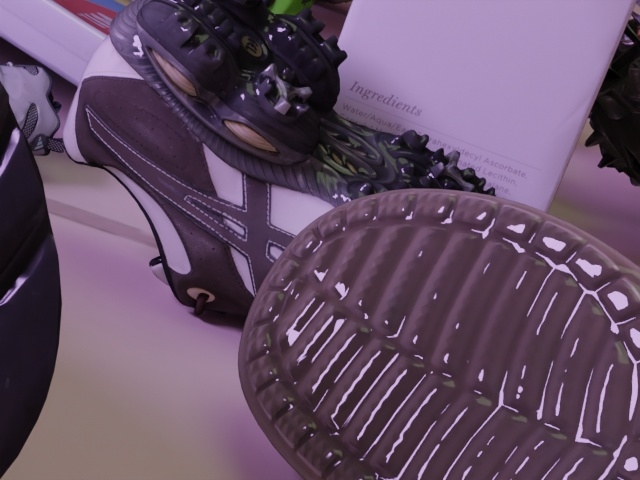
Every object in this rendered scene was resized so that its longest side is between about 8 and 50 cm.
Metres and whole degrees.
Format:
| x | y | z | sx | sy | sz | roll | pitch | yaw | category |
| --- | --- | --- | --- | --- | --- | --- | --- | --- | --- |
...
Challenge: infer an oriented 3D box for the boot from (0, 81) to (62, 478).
| x | y | z | sx | sy | sz | roll | pitch | yaw | category |
| --- | --- | --- | --- | --- | --- | --- | --- | --- | --- |
| -0.204 | -0.065 | 0.457 | 0.348 | 0.131 | 0.260 | 50 | -13 | -2 | boot |

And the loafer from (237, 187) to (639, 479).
| x | y | z | sx | sy | sz | roll | pitch | yaw | category |
| --- | --- | --- | --- | --- | --- | --- | --- | --- | --- |
| 0.093 | 0.069 | 0.458 | 0.268 | 0.102 | 0.092 | 25 | -16 | 32 | loafer |

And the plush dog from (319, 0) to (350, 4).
| x | y | z | sx | sy | sz | roll | pitch | yaw | category |
| --- | --- | --- | --- | --- | --- | --- | --- | --- | --- |
| 0.012 | -0.216 | 0.965 | 0.225 | 0.262 | 0.211 | 3 | 40 | -31 | plush dog |

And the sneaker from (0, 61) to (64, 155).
| x | y | z | sx | sy | sz | roll | pitch | yaw | category |
| --- | --- | --- | --- | --- | --- | --- | --- | --- | --- |
| -0.130 | -0.058 | 0.660 | 0.069 | 0.038 | 0.098 | 5 | 34 | -43 | sneaker |

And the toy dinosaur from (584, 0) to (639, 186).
| x | y | z | sx | sy | sz | roll | pitch | yaw | category |
| --- | --- | --- | --- | --- | --- | --- | --- | --- | --- |
| 0.207 | -0.058 | 0.827 | 0.322 | 0.164 | 0.218 | 33 | -18 | 53 | toy dinosaur |

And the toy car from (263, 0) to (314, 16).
| x | y | z | sx | sy | sz | roll | pitch | yaw | category |
| --- | --- | --- | --- | --- | --- | --- | --- | --- | --- |
| 0.004 | -0.103 | 0.897 | 0.225 | 0.053 | 0.239 | 24 | 18 | 9 | toy car |

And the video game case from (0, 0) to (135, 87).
| x | y | z | sx | sy | sz | roll | pitch | yaw | category |
| --- | --- | --- | --- | --- | --- | --- | --- | --- | --- |
| -0.183 | -0.154 | 0.761 | 0.285 | 0.025 | 0.204 | 33 | 11 | 2 | video game case |

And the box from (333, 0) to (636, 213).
| x | y | z | sx | sy | sz | roll | pitch | yaw | category |
| --- | --- | --- | --- | --- | --- | --- | --- | --- | --- |
| 0.052 | -0.064 | 0.653 | 0.091 | 0.170 | 0.130 | 21 | 19 | 0 | box |

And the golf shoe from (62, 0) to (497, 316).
| x | y | z | sx | sy | sz | roll | pitch | yaw | category |
| --- | --- | --- | --- | --- | --- | --- | --- | --- | --- |
| 0.000 | 0.000 | 0.580 | 0.198 | 0.094 | 0.077 | 46 | 33 | -5 | golf shoe |
